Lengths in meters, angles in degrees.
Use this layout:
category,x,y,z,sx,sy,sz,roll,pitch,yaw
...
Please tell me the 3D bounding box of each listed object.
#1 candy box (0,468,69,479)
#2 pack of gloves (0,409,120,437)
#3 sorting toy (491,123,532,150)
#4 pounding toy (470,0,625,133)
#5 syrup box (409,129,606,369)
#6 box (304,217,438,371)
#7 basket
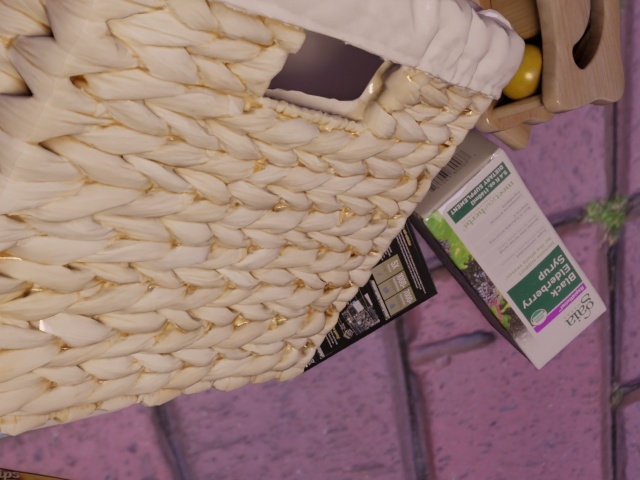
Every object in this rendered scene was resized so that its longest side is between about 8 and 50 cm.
category,x,y,z,sx,sy,sz,roll,pitch,yaw
candy box,-0.301,0.300,0.866,0.109,0.053,0.186,18,108,-31
pack of gloves,-0.295,0.091,0.782,0.232,0.046,0.195,-14,131,-14
sorting toy,0.119,-0.162,0.790,0.274,0.046,0.132,30,64,-31
pounding toy,0.183,-0.224,0.722,0.154,0.155,0.269,11,74,-41
syrup box,0.167,0.007,0.898,0.093,0.096,0.237,-41,123,0
box,0.000,0.000,0.831,0.147,0.077,0.180,-30,123,-7
basket,-0.127,-0.097,0.522,0.328,0.331,0.266,2,121,-57
